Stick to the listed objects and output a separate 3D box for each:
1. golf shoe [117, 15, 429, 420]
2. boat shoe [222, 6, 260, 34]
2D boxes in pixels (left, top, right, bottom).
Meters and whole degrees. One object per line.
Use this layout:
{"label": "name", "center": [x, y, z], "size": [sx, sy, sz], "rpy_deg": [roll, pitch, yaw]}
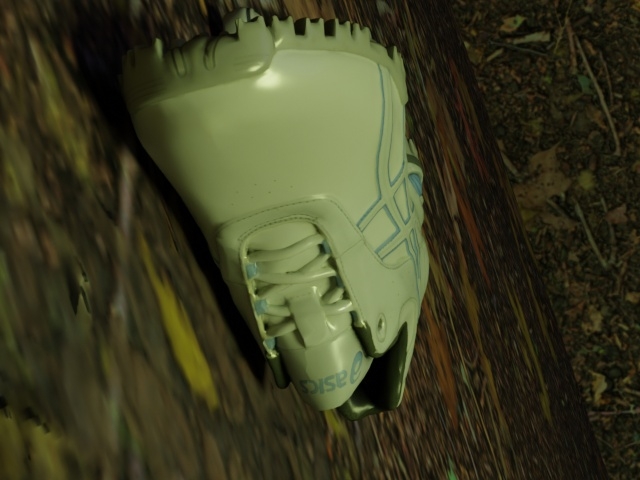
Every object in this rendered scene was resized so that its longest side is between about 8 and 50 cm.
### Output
{"label": "golf shoe", "center": [0.000, 0.000, 0.420], "size": [0.176, 0.069, 0.086], "rpy_deg": [45, 35, -66]}
{"label": "boat shoe", "center": [-0.003, -0.037, 0.540], "size": [0.035, 0.035, 0.100], "rpy_deg": [-78, 148, -70]}
